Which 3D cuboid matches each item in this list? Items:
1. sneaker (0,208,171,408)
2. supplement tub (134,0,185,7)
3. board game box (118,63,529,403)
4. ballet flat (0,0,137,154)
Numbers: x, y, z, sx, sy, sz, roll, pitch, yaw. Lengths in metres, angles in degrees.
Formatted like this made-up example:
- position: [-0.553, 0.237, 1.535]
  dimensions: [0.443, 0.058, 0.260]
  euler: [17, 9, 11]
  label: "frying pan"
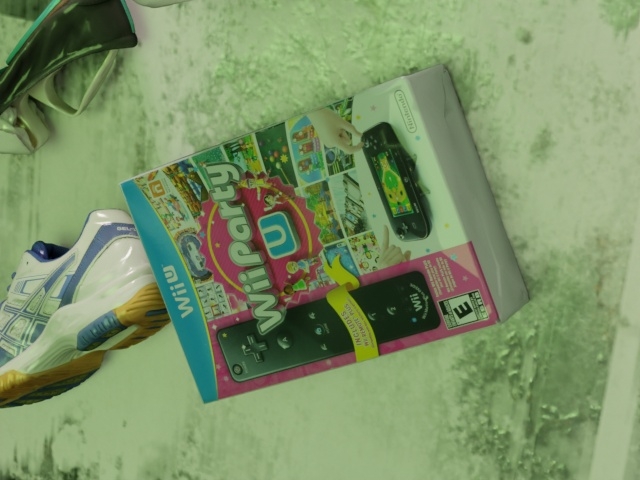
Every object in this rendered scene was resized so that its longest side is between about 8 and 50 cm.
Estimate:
- position: [-0.268, 0.073, 1.392]
  dimensions: [0.296, 0.112, 0.131]
  euler: [-30, 73, 27]
  label: "sneaker"
- position: [-0.092, -0.337, 1.129]
  dimensions: [0.191, 0.191, 0.272]
  euler: [-7, 101, 27]
  label: "supplement tub"
- position: [0.000, 0.000, 1.235]
  dimensions: [0.303, 0.097, 0.224]
  euler: [-18, 96, 29]
  label: "board game box"
- position: [-0.282, -0.141, 1.334]
  dimensions: [0.280, 0.095, 0.096]
  euler: [-35, 100, 29]
  label: "ballet flat"
